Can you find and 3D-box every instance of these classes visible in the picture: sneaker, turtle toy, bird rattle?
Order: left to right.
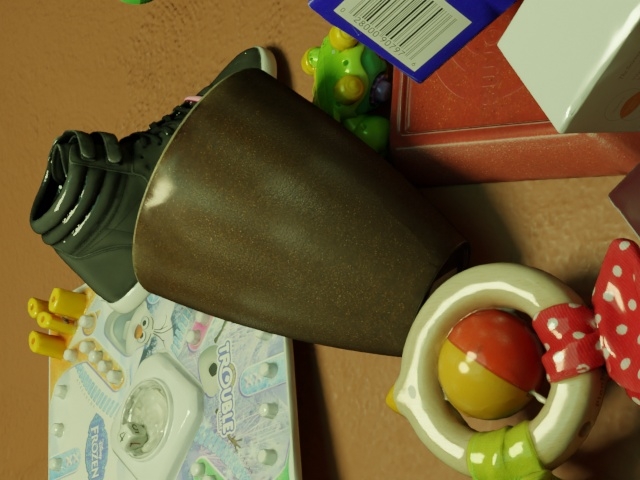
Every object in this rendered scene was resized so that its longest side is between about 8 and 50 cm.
[{"bbox_3d":[-0.162,-0.089,1.328,0.295,0.147,0.104,-57,27,-8],"label":"sneaker"},{"bbox_3d":[0.030,-0.133,1.248,0.095,0.066,0.130,153,114,-66],"label":"turtle toy"},{"bbox_3d":[0.148,0.101,1.025,0.207,0.143,0.253,34,110,33],"label":"bird rattle"}]

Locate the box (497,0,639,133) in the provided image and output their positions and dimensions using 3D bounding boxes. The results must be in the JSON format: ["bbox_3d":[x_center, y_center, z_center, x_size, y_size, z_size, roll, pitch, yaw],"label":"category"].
[{"bbox_3d":[0.232,-0.150,0.953,0.091,0.170,0.130,61,138,32],"label":"box"}]

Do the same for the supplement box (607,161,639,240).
[{"bbox_3d":[0.321,-0.061,0.936,0.239,0.073,0.130,-49,52,28],"label":"supplement box"}]

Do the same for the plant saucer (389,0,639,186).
[{"bbox_3d":[0.151,-0.178,1.148,0.259,0.048,0.258,-1,83,45],"label":"plant saucer"}]

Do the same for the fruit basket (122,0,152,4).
[{"bbox_3d":[-0.219,-0.382,1.229,0.283,0.392,0.392,-44,42,-19],"label":"fruit basket"}]

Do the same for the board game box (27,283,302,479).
[{"bbox_3d":[-0.173,0.177,1.383,0.390,0.050,0.389,-28,56,40],"label":"board game box"}]

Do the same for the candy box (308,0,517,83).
[{"bbox_3d":[0.120,-0.315,1.051,0.268,0.122,0.317,-39,30,31],"label":"candy box"}]

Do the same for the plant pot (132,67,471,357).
[{"bbox_3d":[0.000,0.000,1.171,0.230,0.215,0.215,27,105,18],"label":"plant pot"}]
